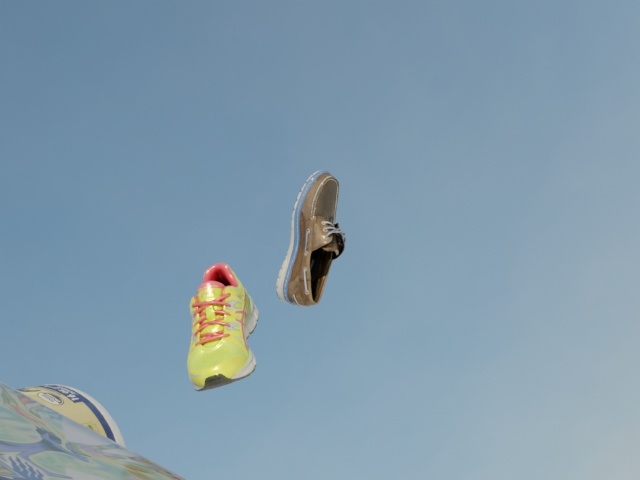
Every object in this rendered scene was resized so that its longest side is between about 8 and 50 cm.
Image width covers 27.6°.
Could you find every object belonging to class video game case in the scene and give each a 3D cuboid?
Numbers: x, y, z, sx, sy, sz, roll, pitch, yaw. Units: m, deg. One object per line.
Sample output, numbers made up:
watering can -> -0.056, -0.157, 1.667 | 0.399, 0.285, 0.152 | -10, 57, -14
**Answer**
video game case -> -0.206, 0.165, 0.921 | 0.300, 0.329, 0.036 | 22, -91, -66

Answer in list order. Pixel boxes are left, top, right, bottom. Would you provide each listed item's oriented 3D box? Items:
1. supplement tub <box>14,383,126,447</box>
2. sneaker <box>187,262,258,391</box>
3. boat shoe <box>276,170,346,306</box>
supplement tub -> -0.412, 0.301, 1.611 | 0.228, 0.228, 0.316 | -50, -21, 17
sneaker -> -0.125, 0.098, 1.530 | 0.081, 0.208, 0.094 | -15, -64, 6
boat shoe -> 0.000, 0.000, 1.723 | 0.066, 0.066, 0.183 | 12, -88, -51
